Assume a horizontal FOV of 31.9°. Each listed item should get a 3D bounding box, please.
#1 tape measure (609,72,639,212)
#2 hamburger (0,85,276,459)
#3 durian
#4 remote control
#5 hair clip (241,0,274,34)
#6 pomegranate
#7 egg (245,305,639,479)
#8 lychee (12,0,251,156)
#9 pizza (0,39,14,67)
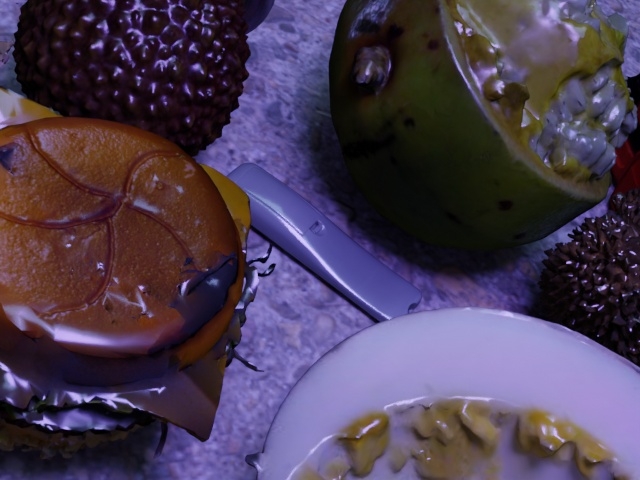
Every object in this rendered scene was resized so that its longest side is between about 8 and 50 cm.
[{"bbox_3d":[0.392,-0.080,1.084,0.253,0.114,0.260,14,48,-16],"label":"tape measure"},{"bbox_3d":[-0.153,0.028,0.710,0.261,0.139,0.243,20,47,-9],"label":"hamburger"},{"bbox_3d":[0.266,0.029,0.869,0.196,0.196,0.167,-17,50,-36],"label":"durian"},{"bbox_3d":[0.000,0.000,0.886,0.184,0.027,0.050,37,46,6],"label":"remote control"},{"bbox_3d":[-0.128,-0.221,0.944,0.220,0.140,0.054,10,67,8],"label":"hair clip"},{"bbox_3d":[0.144,-0.112,0.917,0.340,0.260,0.260,24,37,-50],"label":"pomegranate"},{"bbox_3d":[0.095,0.164,0.687,0.270,0.162,0.206,2,45,3],"label":"egg"},{"bbox_3d":[-0.137,-0.148,0.836,0.188,0.188,0.188,13,48,-15],"label":"lychee"},{"bbox_3d":[-0.277,-0.091,0.713,0.147,0.226,0.069,-50,116,-9],"label":"pizza"}]
